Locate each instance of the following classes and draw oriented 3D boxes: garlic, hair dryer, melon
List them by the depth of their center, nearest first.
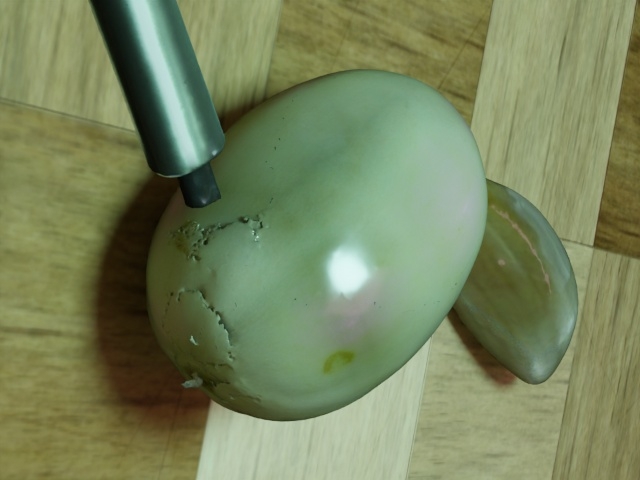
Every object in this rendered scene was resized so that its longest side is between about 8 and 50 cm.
[{"bbox_3d":[-0.171,-0.151,0.770,0.156,0.320,0.284,-30,132,-47],"label":"hair dryer"},{"bbox_3d":[0.000,0.000,1.082,0.317,0.223,0.223,-46,132,-33],"label":"melon"},{"bbox_3d":[0.192,0.028,1.464,0.318,0.112,0.143,48,62,-35],"label":"garlic"}]
